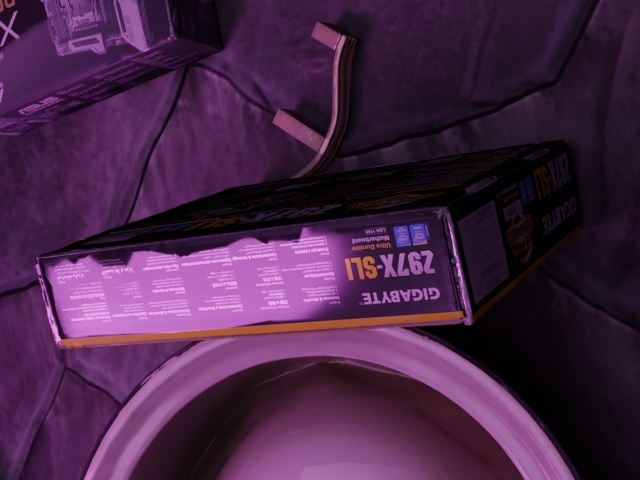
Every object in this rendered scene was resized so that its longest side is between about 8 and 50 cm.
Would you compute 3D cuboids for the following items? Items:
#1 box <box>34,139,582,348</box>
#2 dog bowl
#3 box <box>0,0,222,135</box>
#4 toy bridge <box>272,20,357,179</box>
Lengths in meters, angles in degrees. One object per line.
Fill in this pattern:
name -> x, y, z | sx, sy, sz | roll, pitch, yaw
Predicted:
box -> 0.000, 0.000, 0.757 | 0.322, 0.257, 0.079 | -6, 102, 29
dog bowl -> 0.021, 0.253, 0.777 | 0.408, 0.150, 0.407 | -1, 86, 20
box -> -0.257, -0.264, 1.049 | 0.308, 0.076, 0.242 | -14, 82, 32
toy bridge -> -0.013, -0.096, 0.918 | 0.063, 0.026, 0.188 | 35, 109, 27
